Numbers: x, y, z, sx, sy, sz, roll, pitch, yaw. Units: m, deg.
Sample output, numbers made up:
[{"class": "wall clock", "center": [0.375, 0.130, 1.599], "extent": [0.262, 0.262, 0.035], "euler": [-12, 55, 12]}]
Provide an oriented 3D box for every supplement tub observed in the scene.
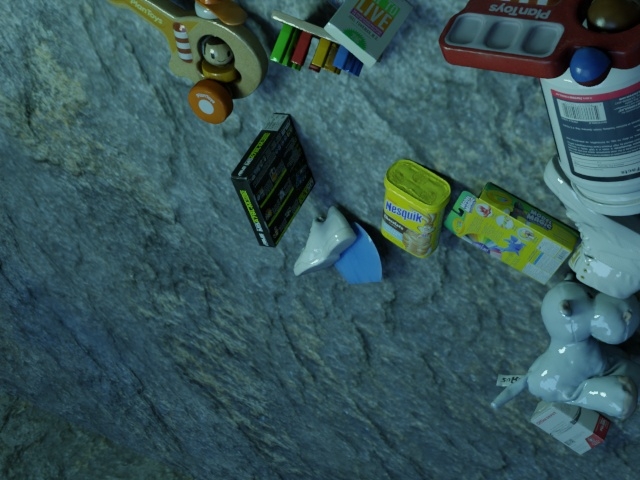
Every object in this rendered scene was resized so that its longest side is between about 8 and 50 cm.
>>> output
[{"class": "supplement tub", "center": [0.433, -0.191, 1.644], "extent": [0.191, 0.191, 0.272], "euler": [7, 138, 33]}]

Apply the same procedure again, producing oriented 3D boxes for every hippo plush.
[{"class": "hippo plush", "center": [0.485, 0.177, 2.095], "extent": [0.294, 0.234, 0.237], "euler": [5, 108, 13]}]

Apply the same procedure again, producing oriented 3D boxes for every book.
[{"class": "book", "center": [0.076, -0.351, 1.771], "extent": [0.096, 0.144, 0.035], "euler": [39, 144, -9]}]

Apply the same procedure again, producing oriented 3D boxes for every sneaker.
[{"class": "sneaker", "center": [0.000, 0.000, 2.325], "extent": [0.212, 0.080, 0.094], "euler": [-43, 67, 49]}, {"class": "sneaker", "center": [0.459, -0.009, 1.901], "extent": [0.292, 0.108, 0.169], "euler": [37, 133, -8]}]

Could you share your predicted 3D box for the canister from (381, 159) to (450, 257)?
[{"class": "canister", "center": [0.176, -0.056, 2.108], "extent": [0.126, 0.073, 0.170], "euler": [32, 149, 20]}]

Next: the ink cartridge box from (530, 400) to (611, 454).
[{"class": "ink cartridge box", "center": [0.536, 0.388, 2.391], "extent": [0.135, 0.056, 0.099], "euler": [34, 145, -2]}]

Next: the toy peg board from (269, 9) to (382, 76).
[{"class": "toy peg board", "center": [0.002, -0.310, 1.861], "extent": [0.160, 0.079, 0.161], "euler": [24, -172, 13]}]

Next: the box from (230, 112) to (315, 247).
[{"class": "box", "center": [-0.088, -0.116, 2.151], "extent": [0.045, 0.191, 0.184], "euler": [9, 140, 27]}]

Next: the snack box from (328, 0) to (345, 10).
[{"class": "snack box", "center": [0.050, -0.399, 1.842], "extent": [0.178, 0.022, 0.064], "euler": [42, 146, -13]}]

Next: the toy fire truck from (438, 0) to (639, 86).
[{"class": "toy fire truck", "center": [0.336, -0.306, 1.468], "extent": [0.302, 0.254, 0.169], "euler": [16, 153, 30]}]

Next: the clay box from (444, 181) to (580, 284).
[{"class": "clay box", "center": [0.347, -0.019, 2.045], "extent": [0.222, 0.053, 0.127], "euler": [31, 145, 5]}]

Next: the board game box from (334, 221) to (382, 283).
[{"class": "board game box", "center": [0.079, 0.021, 2.317], "extent": [0.168, 0.033, 0.133], "euler": [-8, 106, 56]}]

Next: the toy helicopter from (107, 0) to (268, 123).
[{"class": "toy helicopter", "center": [-0.247, -0.391, 1.992], "extent": [0.355, 0.140, 0.235], "euler": [35, 144, 2]}]
